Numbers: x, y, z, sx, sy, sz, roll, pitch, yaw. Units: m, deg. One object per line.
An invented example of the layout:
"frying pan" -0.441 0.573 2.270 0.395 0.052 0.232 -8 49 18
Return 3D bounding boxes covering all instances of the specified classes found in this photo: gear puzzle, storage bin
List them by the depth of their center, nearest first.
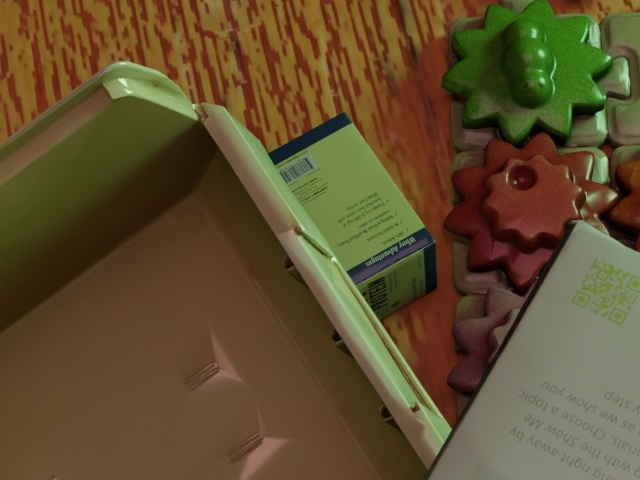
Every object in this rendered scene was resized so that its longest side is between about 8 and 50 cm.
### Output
"storage bin" -0.089 0.105 0.689 0.260 0.123 0.262 -36 66 5
"gear puzzle" 0.148 -0.060 0.824 0.176 0.044 0.338 -1 65 4

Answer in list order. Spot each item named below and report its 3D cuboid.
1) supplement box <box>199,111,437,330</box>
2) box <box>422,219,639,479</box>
"supplement box" 0.000 0.000 0.801 0.083 0.056 0.083 -30 66 -8
"box" 0.106 0.177 0.511 0.232 0.058 0.322 26 70 20
